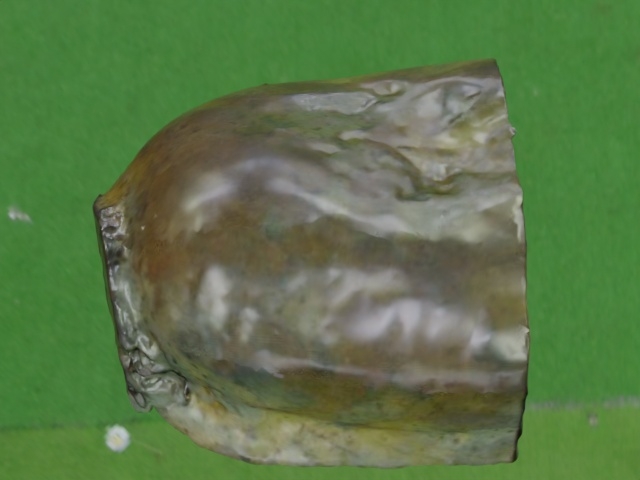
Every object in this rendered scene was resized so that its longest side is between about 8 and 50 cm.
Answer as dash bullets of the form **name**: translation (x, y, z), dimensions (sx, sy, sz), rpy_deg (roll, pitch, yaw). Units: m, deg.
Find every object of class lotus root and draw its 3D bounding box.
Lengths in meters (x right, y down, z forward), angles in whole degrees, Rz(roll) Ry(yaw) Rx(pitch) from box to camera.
- **lotus root**: translation (-0.013, -0.009, 1.020), dimensions (0.260, 0.149, 0.267), rpy_deg (0, 51, 0)
